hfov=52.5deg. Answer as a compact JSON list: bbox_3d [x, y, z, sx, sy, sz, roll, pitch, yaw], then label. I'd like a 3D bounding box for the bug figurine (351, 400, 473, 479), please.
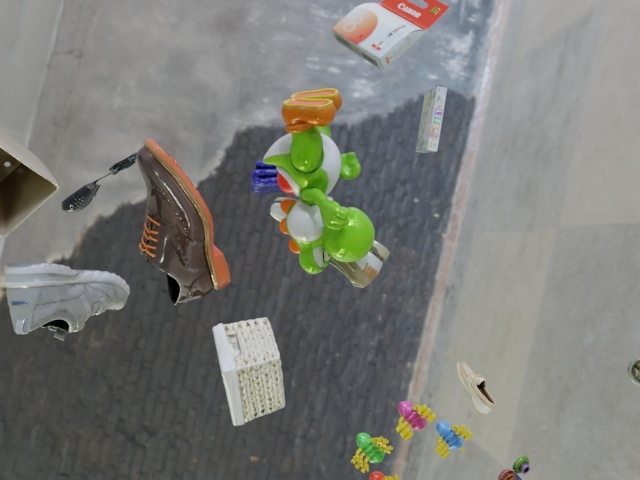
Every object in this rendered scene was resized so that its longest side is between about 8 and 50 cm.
[{"bbox_3d":[0.193,0.469,1.463,0.279,0.216,0.072,-37,25,1],"label":"bug figurine"}]

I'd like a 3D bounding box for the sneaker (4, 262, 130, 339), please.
[{"bbox_3d":[-0.412,0.103,1.053,0.281,0.105,0.116,26,-114,-72],"label":"sneaker"}]

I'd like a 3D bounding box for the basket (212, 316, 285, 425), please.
[{"bbox_3d":[-0.126,0.232,1.164,0.113,0.103,0.167,-114,16,-46],"label":"basket"}]

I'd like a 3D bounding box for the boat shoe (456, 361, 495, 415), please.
[{"bbox_3d":[0.456,0.420,1.887,0.059,0.063,0.170,-46,52,29],"label":"boat shoe"}]

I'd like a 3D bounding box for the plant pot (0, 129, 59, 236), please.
[{"bbox_3d":[-0.436,-0.091,0.873,0.109,0.109,0.096,-40,46,6],"label":"plant pot"}]

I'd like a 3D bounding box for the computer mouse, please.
[{"bbox_3d":[-0.532,-0.137,1.585,0.242,0.041,0.071,-33,6,11],"label":"computer mouse"}]

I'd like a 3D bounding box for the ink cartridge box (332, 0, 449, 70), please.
[{"bbox_3d":[0.133,-0.422,1.237,0.179,0.145,0.045,-46,-35,-2],"label":"ink cartridge box"}]

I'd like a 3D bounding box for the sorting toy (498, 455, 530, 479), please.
[{"bbox_3d":[0.502,0.599,1.652,0.042,0.101,0.061,42,159,54],"label":"sorting toy"}]

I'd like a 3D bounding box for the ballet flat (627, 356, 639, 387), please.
[{"bbox_3d":[0.648,0.243,1.131,0.068,0.213,0.072,28,-113,-52],"label":"ballet flat"}]

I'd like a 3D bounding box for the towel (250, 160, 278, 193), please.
[{"bbox_3d":[-0.093,-0.190,1.891,0.308,0.227,0.076,178,85,-84],"label":"towel"}]

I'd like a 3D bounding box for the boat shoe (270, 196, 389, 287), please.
[{"bbox_3d":[0.000,0.000,1.444,0.103,0.302,0.113,-59,-26,-7],"label":"boat shoe"}]

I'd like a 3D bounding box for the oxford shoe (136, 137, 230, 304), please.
[{"bbox_3d":[-0.205,-0.013,0.894,0.097,0.098,0.272,39,153,44],"label":"oxford shoe"}]

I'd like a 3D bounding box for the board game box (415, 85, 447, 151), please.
[{"bbox_3d":[0.275,-0.298,1.615,0.103,0.026,0.154,-143,61,-80],"label":"board game box"}]

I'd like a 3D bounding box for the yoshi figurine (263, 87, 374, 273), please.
[{"bbox_3d":[0.025,-0.103,1.278,0.203,0.203,0.363,30,130,53],"label":"yoshi figurine"}]
